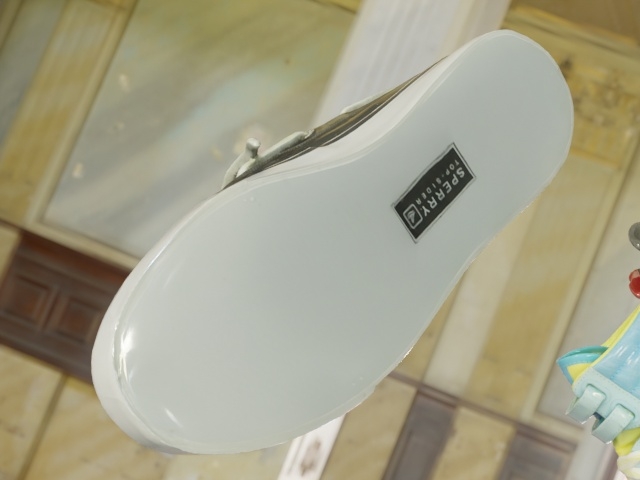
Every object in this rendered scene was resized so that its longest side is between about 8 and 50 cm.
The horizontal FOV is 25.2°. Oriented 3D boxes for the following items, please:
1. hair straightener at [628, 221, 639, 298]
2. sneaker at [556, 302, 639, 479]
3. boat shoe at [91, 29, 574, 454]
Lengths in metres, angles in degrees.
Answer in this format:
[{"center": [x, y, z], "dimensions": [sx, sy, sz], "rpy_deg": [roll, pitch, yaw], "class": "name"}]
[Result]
[{"center": [0.334, -0.010, 1.016], "dimensions": [0.231, 0.089, 0.047], "rpy_deg": [-4, 29, 10], "class": "hair straightener"}, {"center": [0.292, 0.202, 1.291], "dimensions": [0.208, 0.318, 0.127], "rpy_deg": [18, 2, 8], "class": "sneaker"}, {"center": [-0.002, -0.004, 0.677], "dimensions": [0.105, 0.306, 0.113], "rpy_deg": [-17, -68, 50], "class": "boat shoe"}]
